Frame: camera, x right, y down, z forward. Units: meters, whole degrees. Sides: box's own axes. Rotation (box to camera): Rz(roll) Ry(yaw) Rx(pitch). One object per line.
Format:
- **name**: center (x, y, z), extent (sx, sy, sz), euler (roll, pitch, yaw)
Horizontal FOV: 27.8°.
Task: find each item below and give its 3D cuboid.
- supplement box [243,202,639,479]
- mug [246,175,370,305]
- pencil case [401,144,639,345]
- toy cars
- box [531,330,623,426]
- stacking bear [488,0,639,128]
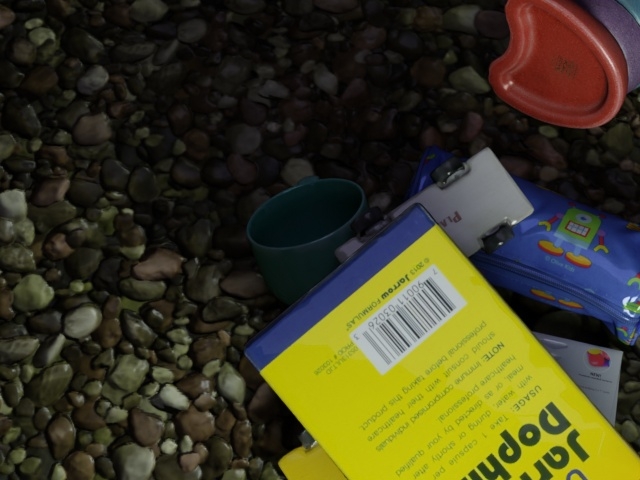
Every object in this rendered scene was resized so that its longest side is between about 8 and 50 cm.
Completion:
- **supplement box**: center (0.121, 0.174, 1.113), extent (0.195, 0.194, 0.356), euler (-40, 83, -5)
- **mug**: center (0.005, 0.003, 1.351), extent (0.129, 0.097, 0.158), euler (4, 37, 36)
- **pencil case**: center (0.219, 0.006, 1.350), extent (0.306, 0.119, 0.133), euler (22, 43, 11)
- **toy cars**: center (0.083, 0.094, 1.269), extent (0.176, 0.087, 0.394), euler (15, 83, 1)
- **box**: center (0.219, 0.180, 1.289), extent (0.145, 0.038, 0.186), euler (12, 55, 5)
- **stacking bear**: center (0.347, -0.272, 1.495), extent (0.164, 0.175, 0.289), euler (34, 58, 18)
